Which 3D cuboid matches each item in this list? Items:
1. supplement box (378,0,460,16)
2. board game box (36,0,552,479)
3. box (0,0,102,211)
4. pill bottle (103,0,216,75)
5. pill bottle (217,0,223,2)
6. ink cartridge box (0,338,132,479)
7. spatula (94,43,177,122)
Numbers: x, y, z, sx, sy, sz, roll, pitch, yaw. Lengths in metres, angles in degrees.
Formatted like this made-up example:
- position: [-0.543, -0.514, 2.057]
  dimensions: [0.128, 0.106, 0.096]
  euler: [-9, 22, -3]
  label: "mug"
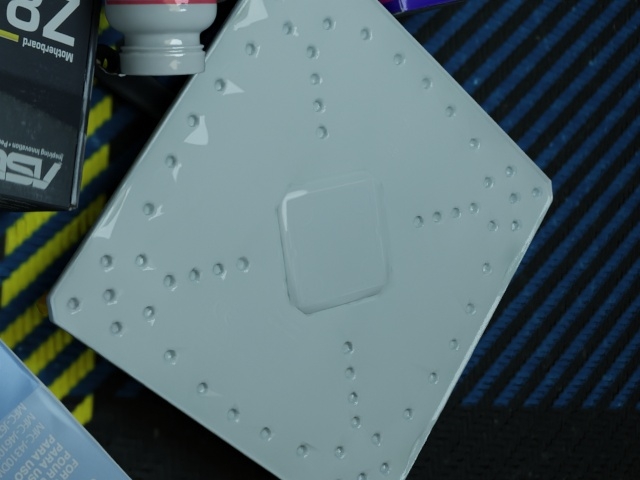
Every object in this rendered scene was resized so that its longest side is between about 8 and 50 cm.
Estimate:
- position: [0.061, -0.317, 1.182]
  dimensions: [0.111, 0.114, 0.220]
  euler: [-17, 98, -33]
  label: "supplement box"
- position: [0.000, 0.000, 1.131]
  dimensions: [0.390, 0.050, 0.390]
  euler: [40, 70, -31]
  label: "board game box"
- position: [-0.325, -0.205, 0.872]
  dimensions: [0.395, 0.097, 0.318]
  euler: [14, 80, -49]
  label: "box"
- position: [-0.123, -0.208, 0.983]
  dimensions: [0.087, 0.087, 0.160]
  euler: [-9, 104, -34]
  label: "pill bottle"
- position: [-0.087, -0.304, 1.084]
  dimensions: [0.108, 0.108, 0.193]
  euler: [24, 75, -31]
  label: "pill bottle"
- position: [-0.263, 0.149, 0.844]
  dimensions: [0.151, 0.270, 0.395]
  euler: [-49, 113, -24]
  label: "ink cartridge box"
- position: [-0.083, -0.083, 1.121]
  dimensions: [0.296, 0.030, 0.084]
  euler: [32, 73, -29]
  label: "spatula"
